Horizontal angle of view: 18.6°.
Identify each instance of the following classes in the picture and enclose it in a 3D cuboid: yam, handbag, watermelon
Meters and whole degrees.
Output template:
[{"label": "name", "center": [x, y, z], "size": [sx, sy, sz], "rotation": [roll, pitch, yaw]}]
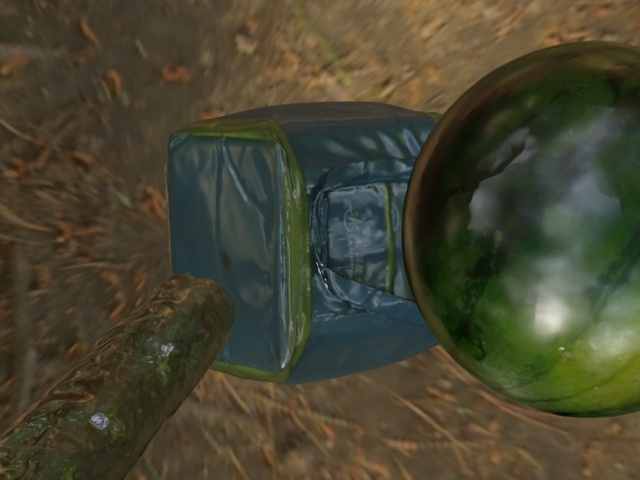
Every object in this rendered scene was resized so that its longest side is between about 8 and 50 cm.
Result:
[{"label": "yam", "center": [-0.111, 0.097, 0.802], "size": [0.061, 0.274, 0.061], "rotation": [12, 124, 18]}, {"label": "handbag", "center": [0.000, 0.000, 1.848], "size": [0.241, 0.222, 0.263], "rotation": [-9, 95, -39]}, {"label": "watermelon", "center": [0.172, -0.008, 1.242], "size": [0.242, 0.242, 0.242], "rotation": [0, 90, -4]}]
